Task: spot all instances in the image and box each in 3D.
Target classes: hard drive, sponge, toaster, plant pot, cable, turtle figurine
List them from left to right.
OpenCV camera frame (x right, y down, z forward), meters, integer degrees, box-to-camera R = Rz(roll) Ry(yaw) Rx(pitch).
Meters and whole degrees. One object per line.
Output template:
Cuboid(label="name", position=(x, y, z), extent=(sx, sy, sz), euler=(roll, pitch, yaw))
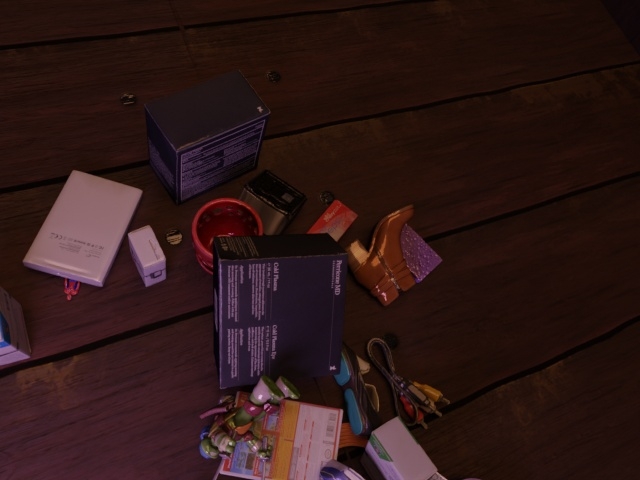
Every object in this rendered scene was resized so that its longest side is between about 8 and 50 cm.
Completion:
Cuboid(label="hard drive", position=(-0.642, -0.039, 1.453), extent=(0.203, 0.040, 0.307), euler=(17, 57, -8))
Cuboid(label="plant pot", position=(-0.266, 0.000, 1.481), extent=(0.191, 0.174, 0.191), euler=(6, 66, -13))
Cuboid(label="turtle figurine", position=(-0.154, 0.464, 1.236), extent=(0.198, 0.275, 0.266), euler=(37, 97, -29))
Cuboid(label="toaster", position=(-0.148, -0.108, 1.571), extent=(0.168, 0.110, 0.186), euler=(33, 30, 1))
Cuboid(label="cable", position=(0.222, 0.414, 1.514), extent=(0.287, 0.072, 0.139), euler=(42, 79, 19))
Cuboid(label="sponge", position=(0.280, 0.025, 1.702), extent=(0.117, 0.031, 0.210), euler=(-40, 83, -26))

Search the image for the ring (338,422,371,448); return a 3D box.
Cuboid(label="ring", position=(0.083, 0.649, 1.368), extent=(0.336, 0.032, 0.337), euler=(6, 66, -13))

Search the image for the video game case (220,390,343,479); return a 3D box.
Cuboid(label="video game case", position=(-0.095, 0.513, 1.355), extent=(0.285, 0.025, 0.204), euler=(10, 64, 0))

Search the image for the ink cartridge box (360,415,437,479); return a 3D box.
Cuboid(label="ink cartridge box", position=(0.183, 0.547, 1.288), extent=(0.087, 0.208, 0.153), euler=(-25, 58, -24))

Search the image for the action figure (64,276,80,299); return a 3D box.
Cuboid(label="action figure", position=(-0.660, 0.103, 1.410), extent=(0.038, 0.030, 0.115), euler=(7, 67, -16))

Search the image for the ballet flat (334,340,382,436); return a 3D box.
Cuboid(label="ballet flat", position=(0.096, 0.393, 1.453), extent=(0.096, 0.095, 0.280), euler=(-3, 64, -32))

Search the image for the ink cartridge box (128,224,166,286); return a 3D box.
Cuboid(label="ink cartridge box", position=(-0.464, 0.044, 1.419), extent=(0.063, 0.150, 0.109), euler=(-24, 74, -24))

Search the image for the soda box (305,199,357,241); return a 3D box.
Cuboid(label="soda box", position=(0.000, 0.000, 1.606), extent=(0.092, 0.083, 0.263), euler=(38, 63, 3))

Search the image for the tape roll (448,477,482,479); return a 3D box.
Cuboid(label="tape roll", position=(0.390, 0.727, 1.390), extent=(0.189, 0.080, 0.189), euler=(6, 65, -14))

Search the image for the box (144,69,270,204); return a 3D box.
Cuboid(label="box", position=(-0.329, -0.295, 1.530), extent=(0.296, 0.294, 0.183), euler=(-30, 77, -25))

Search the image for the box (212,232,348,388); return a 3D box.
Cuboid(label="box", position=(-0.111, 0.170, 1.352), extent=(0.312, 0.179, 0.343), euler=(-1, 108, -16))

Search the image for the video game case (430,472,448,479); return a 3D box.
Cuboid(label="video game case", position=(0.239, 0.639, 1.361), extent=(0.157, 0.019, 0.143), euler=(32, 60, 22))

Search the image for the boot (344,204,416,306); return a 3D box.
Cuboid(label="boot", position=(0.227, 0.043, 1.615), extent=(0.283, 0.109, 0.220), euler=(-39, 87, -12))

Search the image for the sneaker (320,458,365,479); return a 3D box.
Cuboid(label="sneaker", position=(0.084, 0.695, 1.240), extent=(0.182, 0.127, 0.315), euler=(-37, 94, -24))

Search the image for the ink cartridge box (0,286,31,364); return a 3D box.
Cuboid(label="ink cartridge box", position=(-0.763, 0.200, 1.239), extent=(0.086, 0.203, 0.148), euler=(-15, 71, -19))
